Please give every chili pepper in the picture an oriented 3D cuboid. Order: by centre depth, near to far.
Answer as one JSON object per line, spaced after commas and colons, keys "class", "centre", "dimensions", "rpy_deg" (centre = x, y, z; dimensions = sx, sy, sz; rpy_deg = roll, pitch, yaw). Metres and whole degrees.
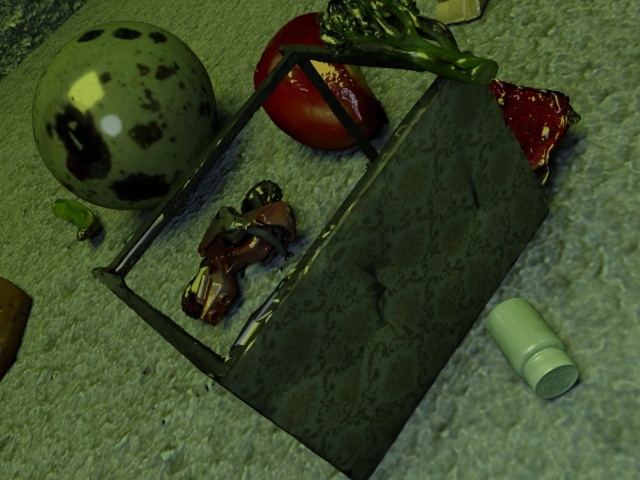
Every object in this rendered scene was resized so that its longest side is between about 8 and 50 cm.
{"class": "chili pepper", "centre": [-0.459, -0.042, 1.239], "dimensions": [0.202, 0.050, 0.051], "rpy_deg": [27, 90, 49]}

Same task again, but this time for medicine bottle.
{"class": "medicine bottle", "centre": [0.180, 0.091, 0.560], "dimensions": [0.047, 0.047, 0.083], "rpy_deg": [-36, 40, 9]}

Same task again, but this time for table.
{"class": "table", "centre": [0.000, 0.000, 0.664], "dimensions": [0.272, 0.222, 0.335], "rpy_deg": [23, 71, 48]}

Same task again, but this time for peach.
{"class": "peach", "centre": [-0.013, -0.220, 0.942], "dimensions": [0.154, 0.159, 0.267], "rpy_deg": [-36, 40, 19]}

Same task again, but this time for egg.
{"class": "egg", "centre": [-0.313, -0.213, 1.082], "dimensions": [0.288, 0.287, 0.379], "rpy_deg": [-22, 35, 25]}

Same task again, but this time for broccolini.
{"class": "broccolini", "centre": [0.067, -0.156, 0.541], "dimensions": [0.091, 0.068, 0.202], "rpy_deg": [-19, 46, -17]}

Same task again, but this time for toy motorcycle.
{"class": "toy motorcycle", "centre": [-0.104, 0.017, 0.851], "dimensions": [0.118, 0.084, 0.212], "rpy_deg": [24, 80, 48]}

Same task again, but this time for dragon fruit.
{"class": "dragon fruit", "centre": [0.194, -0.117, 0.718], "dimensions": [0.147, 0.096, 0.102], "rpy_deg": [26, 77, 14]}

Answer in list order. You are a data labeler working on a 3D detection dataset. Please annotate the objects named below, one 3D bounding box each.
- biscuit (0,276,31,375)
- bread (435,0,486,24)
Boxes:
{"class": "biscuit", "centre": [-0.668, 0.217, 1.186], "dimensions": [0.359, 0.046, 0.359], "rpy_deg": [-24, 43, 24]}
{"class": "bread", "centre": [0.232, -0.395, 0.986], "dimensions": [0.077, 0.105, 0.152], "rpy_deg": [2, 25, 43]}
